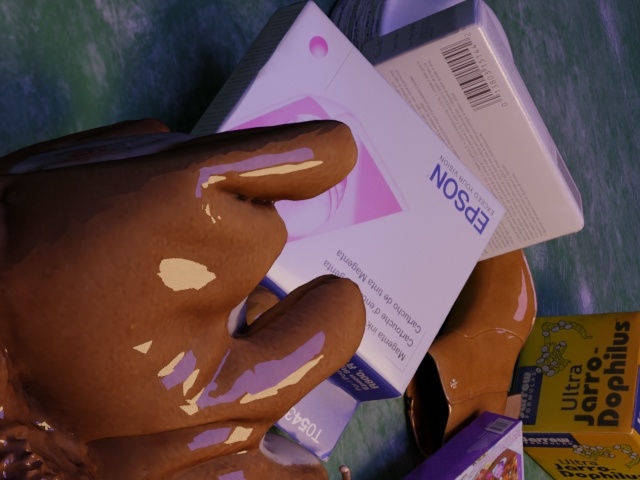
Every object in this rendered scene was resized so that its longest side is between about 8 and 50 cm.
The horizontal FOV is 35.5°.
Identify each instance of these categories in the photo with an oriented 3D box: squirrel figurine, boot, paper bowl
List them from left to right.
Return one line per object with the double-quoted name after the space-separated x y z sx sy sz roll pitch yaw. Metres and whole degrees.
-0.147 0.129 0.673 0.397 0.281 0.370 -22 110 -42 "squirrel figurine"
0.141 -0.195 1.238 0.284 0.148 0.284 12 75 -53 "paper bowl"
0.189 0.123 1.280 0.211 0.104 0.295 1 87 -53 "boot"

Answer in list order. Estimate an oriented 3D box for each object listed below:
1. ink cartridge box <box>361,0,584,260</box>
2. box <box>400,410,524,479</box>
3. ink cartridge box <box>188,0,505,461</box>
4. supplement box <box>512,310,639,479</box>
0.117 -0.091 1.114 0.296 0.261 0.066 54 28 -33 "ink cartridge box"
0.142 0.352 1.156 0.293 0.057 0.201 -25 116 -45 "box"
0.000 0.000 0.965 0.324 0.071 0.330 42 67 -28 "ink cartridge box"
0.457 0.280 1.534 0.356 0.195 0.194 43 51 -40 "supplement box"
